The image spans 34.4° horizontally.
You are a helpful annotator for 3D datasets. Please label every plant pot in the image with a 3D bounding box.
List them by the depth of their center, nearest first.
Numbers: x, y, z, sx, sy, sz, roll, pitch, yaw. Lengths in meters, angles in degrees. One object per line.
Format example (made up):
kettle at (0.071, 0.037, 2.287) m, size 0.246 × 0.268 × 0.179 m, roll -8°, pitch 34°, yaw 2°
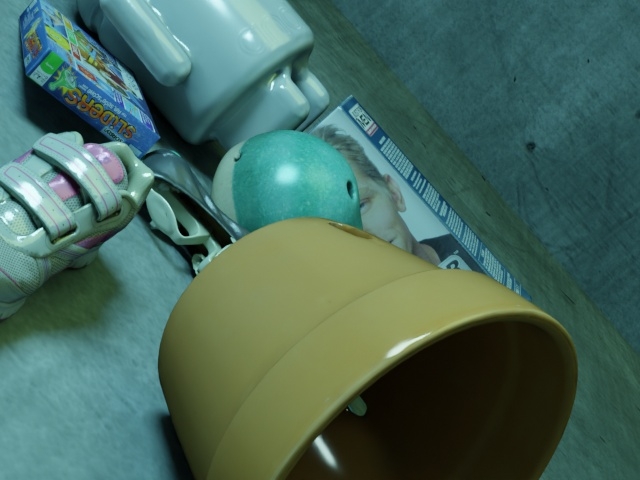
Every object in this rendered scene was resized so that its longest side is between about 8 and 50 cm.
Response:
plant pot at (0.013, 0.116, 0.762) m, size 0.203 × 0.291 × 0.291 m, roll 42°, pitch 9°, yaw 39°

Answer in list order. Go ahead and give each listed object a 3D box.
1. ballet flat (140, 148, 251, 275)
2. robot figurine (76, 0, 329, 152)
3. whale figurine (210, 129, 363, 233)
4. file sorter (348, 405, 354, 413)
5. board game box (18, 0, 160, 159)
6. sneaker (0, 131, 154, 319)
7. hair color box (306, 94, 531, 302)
ballet flat at (-0.113, 0.000, 1.003) m, size 0.203 × 0.074 × 0.074 m, roll 50°, pitch 17°, yaw -3°
robot figurine at (-0.147, -0.256, 1.220) m, size 0.353 × 0.200 × 0.300 m, roll 49°, pitch 21°, yaw 0°
whale figurine at (0.000, 0.000, 1.123) m, size 0.272 × 0.141 × 0.216 m, roll 53°, pitch 34°, yaw -31°
file sorter at (0.057, 0.127, 1.033) m, size 0.104 × 0.118 × 0.170 m, roll 58°, pitch 27°, yaw 14°
board game box at (-0.236, -0.168, 1.042) m, size 0.136 × 0.035 × 0.201 m, roll 39°, pitch 10°, yaw -30°
sneaker at (-0.203, -0.028, 0.760) m, size 0.103 × 0.111 × 0.252 m, roll 48°, pitch 18°, yaw -4°
hair color box at (0.084, 0.011, 1.274) m, size 0.347 × 0.174 × 0.105 m, roll 48°, pitch 19°, yaw -4°
